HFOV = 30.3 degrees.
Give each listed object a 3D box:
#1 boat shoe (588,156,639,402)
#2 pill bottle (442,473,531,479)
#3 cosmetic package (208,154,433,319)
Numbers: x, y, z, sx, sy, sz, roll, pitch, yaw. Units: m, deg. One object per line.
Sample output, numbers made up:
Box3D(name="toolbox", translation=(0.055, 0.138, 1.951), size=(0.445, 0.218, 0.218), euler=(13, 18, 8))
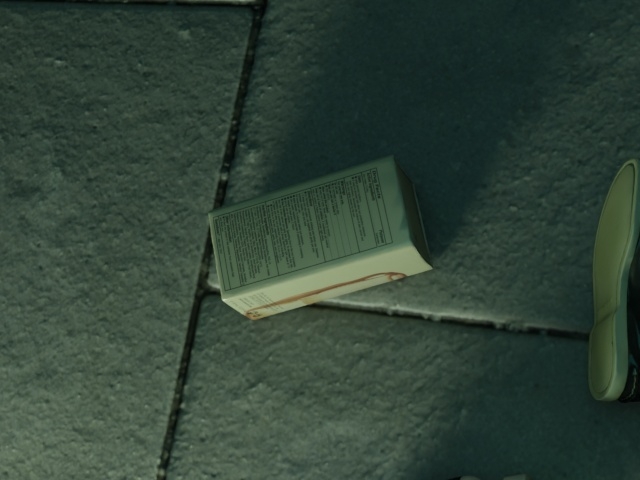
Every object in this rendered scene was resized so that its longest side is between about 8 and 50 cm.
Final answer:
Box3D(name="boat shoe", translation=(0.439, 0.057, 1.593), size=(0.113, 0.127, 0.339), euler=(12, 68, -8))
Box3D(name="pill bottle", translation=(0.158, 0.396, 1.560), size=(0.265, 0.153, 0.153), euler=(-16, 69, 13))
Box3D(name="cosmetic package", translation=(0.000, 0.000, 1.750), size=(0.296, 0.129, 0.153), euler=(-15, 68, 15))
